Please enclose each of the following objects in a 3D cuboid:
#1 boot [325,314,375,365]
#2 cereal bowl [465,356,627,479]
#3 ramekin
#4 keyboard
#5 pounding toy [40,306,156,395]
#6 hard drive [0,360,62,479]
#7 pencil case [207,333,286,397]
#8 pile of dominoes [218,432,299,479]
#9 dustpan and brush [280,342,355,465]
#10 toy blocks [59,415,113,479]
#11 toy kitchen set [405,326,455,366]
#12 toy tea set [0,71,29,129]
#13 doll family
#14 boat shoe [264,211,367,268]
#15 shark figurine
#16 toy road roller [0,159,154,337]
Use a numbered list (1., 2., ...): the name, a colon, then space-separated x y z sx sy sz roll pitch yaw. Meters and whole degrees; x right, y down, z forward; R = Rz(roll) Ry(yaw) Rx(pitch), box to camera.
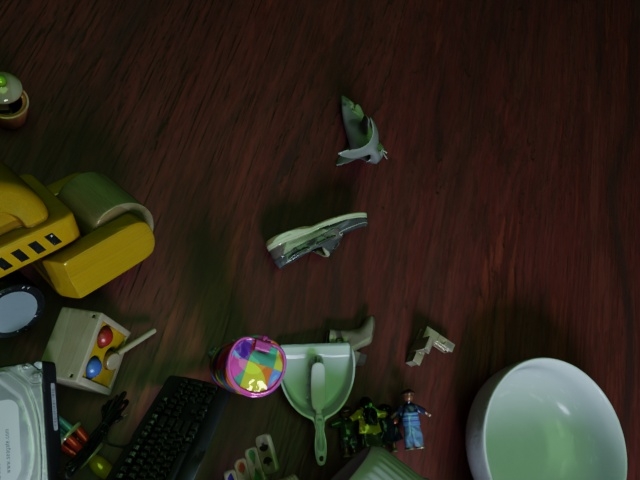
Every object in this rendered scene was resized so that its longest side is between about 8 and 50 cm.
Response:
1. boot: 0.056 0.192 1.145 0.087 0.042 0.118 20 65 -11
2. cereal bowl: 0.428 0.411 1.155 0.339 0.141 0.339 7 69 -20
3. ramekin: 0.054 0.454 0.932 0.273 0.273 0.127 -38 77 -28
4. keyboard: -0.272 0.307 0.869 0.202 0.033 0.317 4 24 7
5. pounding toy: -0.358 0.179 0.944 0.100 0.141 0.130 7 66 12
6. hard drive: -0.537 0.309 0.789 0.339 0.064 0.236 -8 77 -6
7. pencil case: -0.127 0.206 0.966 0.104 0.236 0.104 3 79 -17
8. pile of dominoes: -0.113 0.441 0.876 0.040 0.251 0.196 8 39 -53
9. dustpan and brush: -0.004 0.299 1.065 0.147 0.060 0.211 0 84 -9
10. toy blocks: -0.401 0.351 0.899 0.148 0.054 0.123 43 61 -2
11. toy kitchen set: 0.233 0.228 1.185 0.075 0.068 0.083 34 63 -7
12. toy tea set: -0.643 -0.178 0.955 0.200 0.124 0.336 32 63 -8
13. doll family: 0.117 0.345 1.099 0.193 0.076 0.111 4 65 -25
14. boat shoe: 0.000 0.000 1.175 0.224 0.080 0.073 -17 84 -20
15. shark figurine: 0.080 -0.195 1.246 0.116 0.278 0.166 -29 117 9
16. toy road roller: -0.444 -0.036 0.885 0.329 0.240 0.202 -34 51 -32
